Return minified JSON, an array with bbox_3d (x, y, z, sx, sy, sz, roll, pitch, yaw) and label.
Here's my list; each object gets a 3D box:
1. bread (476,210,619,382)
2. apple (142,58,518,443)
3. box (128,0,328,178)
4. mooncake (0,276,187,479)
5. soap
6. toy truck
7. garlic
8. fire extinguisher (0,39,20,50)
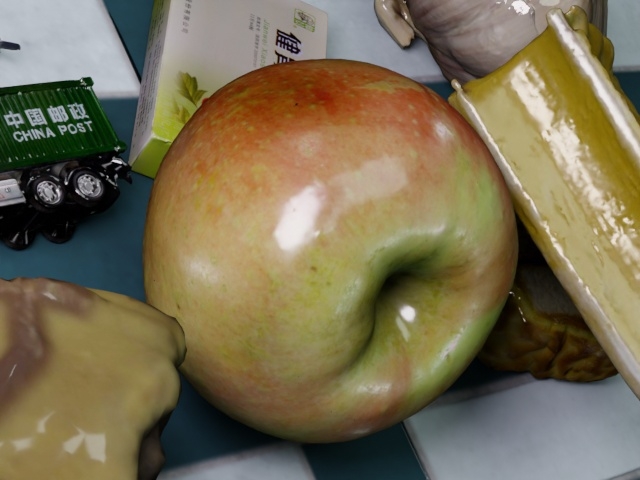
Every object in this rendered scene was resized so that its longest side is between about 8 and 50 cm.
[{"bbox_3d":[0.237,0.052,1.390,0.222,0.096,0.181,6,54,-33],"label":"bread"},{"bbox_3d":[0.000,0.000,1.105,0.319,0.319,0.277,-5,31,-38],"label":"apple"},{"bbox_3d":[-0.085,-0.152,1.325,0.175,0.062,0.260,21,48,-22],"label":"box"},{"bbox_3d":[-0.199,0.231,0.842,0.394,0.246,0.393,48,50,8],"label":"mooncake"},{"bbox_3d":[0.278,-0.024,1.225,0.335,0.156,0.293,58,12,9],"label":"soap"},{"bbox_3d":[-0.284,-0.051,1.090,0.259,0.088,0.121,-15,70,-43],"label":"toy truck"},{"bbox_3d":[0.204,-0.282,1.506,0.322,0.241,0.322,27,32,-19],"label":"garlic"},{"bbox_3d":[-0.344,-0.168,1.161,0.158,0.043,0.064,-10,23,-41],"label":"fire extinguisher"}]
